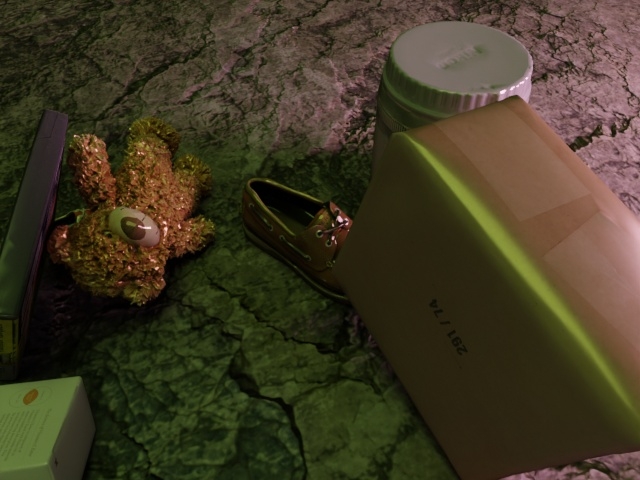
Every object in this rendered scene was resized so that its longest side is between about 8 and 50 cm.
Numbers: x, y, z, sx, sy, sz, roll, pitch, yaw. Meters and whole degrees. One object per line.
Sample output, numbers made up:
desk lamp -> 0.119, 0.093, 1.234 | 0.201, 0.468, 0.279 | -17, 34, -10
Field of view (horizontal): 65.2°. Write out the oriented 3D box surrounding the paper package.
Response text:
paper package -> 0.183, 0.067, 0.546 | 0.168, 0.310, 0.325 | -22, 66, -25

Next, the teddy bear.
teddy bear -> -0.256, -0.066, 0.758 | 0.113, 0.245, 0.338 | -18, 18, 23

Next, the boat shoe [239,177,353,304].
boat shoe -> 0.000, 0.000, 0.766 | 0.307, 0.105, 0.111 | 24, 52, 18

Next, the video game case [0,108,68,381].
video game case -> -0.379, 0.014, 0.648 | 0.035, 0.248, 0.275 | 12, 57, -25

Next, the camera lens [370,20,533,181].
camera lens -> 0.195, -0.170, 0.796 | 0.219, 0.274, 0.220 | -1, 49, 1

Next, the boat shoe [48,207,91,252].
boat shoe -> -0.409, -0.029, 0.837 | 0.137, 0.043, 0.049 | -31, 54, -25

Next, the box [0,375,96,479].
box -> -0.357, 0.236, 0.549 | 0.170, 0.091, 0.130 | -4, 27, -8
